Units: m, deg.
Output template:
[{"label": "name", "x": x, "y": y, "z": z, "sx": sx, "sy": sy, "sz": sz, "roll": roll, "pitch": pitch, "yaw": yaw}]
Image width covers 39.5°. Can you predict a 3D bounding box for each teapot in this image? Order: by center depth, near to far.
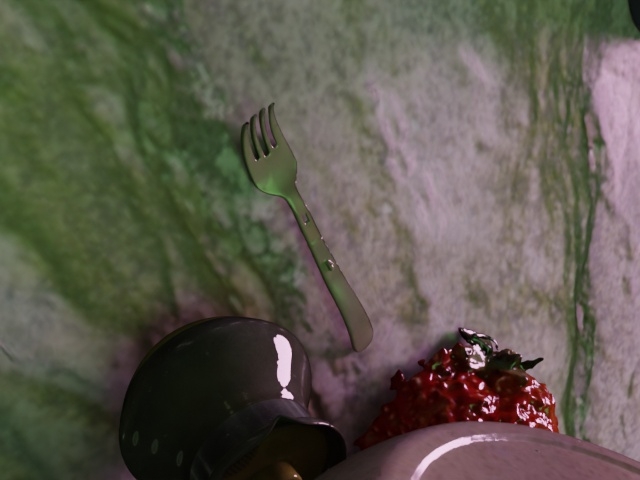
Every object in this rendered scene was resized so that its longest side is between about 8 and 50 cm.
[{"label": "teapot", "x": -0.055, "y": 0.129, "z": 0.552, "sx": 0.130, "sy": 0.119, "sz": 0.165, "roll": -13, "pitch": 127, "yaw": -31}]

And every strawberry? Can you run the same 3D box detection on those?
[{"label": "strawberry", "x": 0.111, "y": 0.195, "z": 0.700, "sx": 0.175, "sy": 0.107, "sz": 0.235, "roll": 21, "pitch": 93, "yaw": -37}]

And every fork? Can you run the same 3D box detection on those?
[{"label": "fork", "x": -0.004, "y": -0.001, "z": 0.613, "sx": 0.034, "sy": 0.028, "sz": 0.219, "roll": -44, "pitch": 129, "yaw": -24}]

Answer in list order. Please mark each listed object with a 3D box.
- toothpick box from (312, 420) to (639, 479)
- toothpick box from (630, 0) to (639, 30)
[{"label": "toothpick box", "x": 0.077, "y": 0.343, "z": 0.454, "sx": 0.409, "sy": 0.409, "sz": 0.425, "roll": 8, "pitch": 111, "yaw": -36}, {"label": "toothpick box", "x": 0.336, "y": -0.200, "z": 0.699, "sx": 0.101, "sy": 0.153, "sz": 0.101, "roll": -11, "pitch": 110, "yaw": -31}]
